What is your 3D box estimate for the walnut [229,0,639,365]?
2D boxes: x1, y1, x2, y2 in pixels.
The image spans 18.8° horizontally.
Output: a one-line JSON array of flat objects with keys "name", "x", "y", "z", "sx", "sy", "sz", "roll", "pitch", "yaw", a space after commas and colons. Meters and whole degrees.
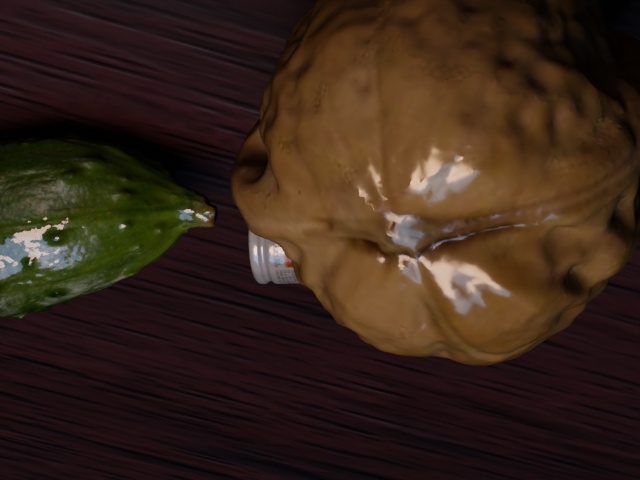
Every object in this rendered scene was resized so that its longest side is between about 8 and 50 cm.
[{"name": "walnut", "x": 0.076, "y": -0.056, "z": 1.066, "sx": 0.257, "sy": 0.257, "sz": 0.225, "roll": -7, "pitch": 114, "yaw": 15}]

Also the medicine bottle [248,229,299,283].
[{"name": "medicine bottle", "x": 0.000, "y": 0.000, "z": 1.270, "sx": 0.089, "sy": 0.057, "sz": 0.057, "roll": -2, "pitch": 136, "yaw": 9}]

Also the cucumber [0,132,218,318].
[{"name": "cucumber", "x": -0.184, "y": -0.008, "z": 1.245, "sx": 0.244, "sy": 0.134, "sz": 0.134, "roll": -7, "pitch": 135, "yaw": 10}]
